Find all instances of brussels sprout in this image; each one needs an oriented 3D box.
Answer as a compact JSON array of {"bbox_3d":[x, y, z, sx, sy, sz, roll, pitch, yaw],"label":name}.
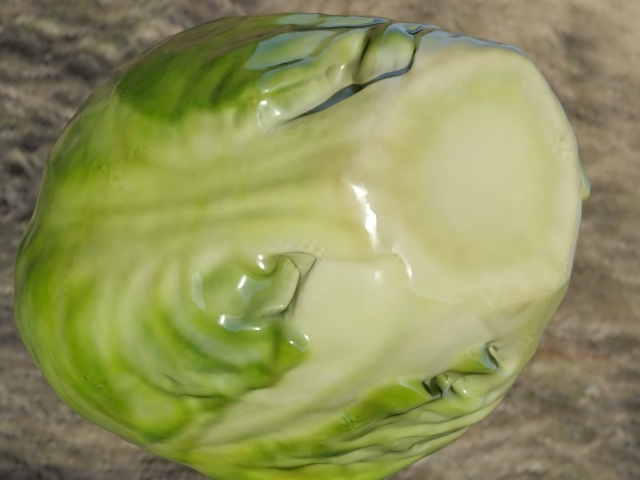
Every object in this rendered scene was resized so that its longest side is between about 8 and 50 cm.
[{"bbox_3d":[0.000,0.000,0.763,0.219,0.271,0.210,23,70,-26],"label":"brussels sprout"}]
